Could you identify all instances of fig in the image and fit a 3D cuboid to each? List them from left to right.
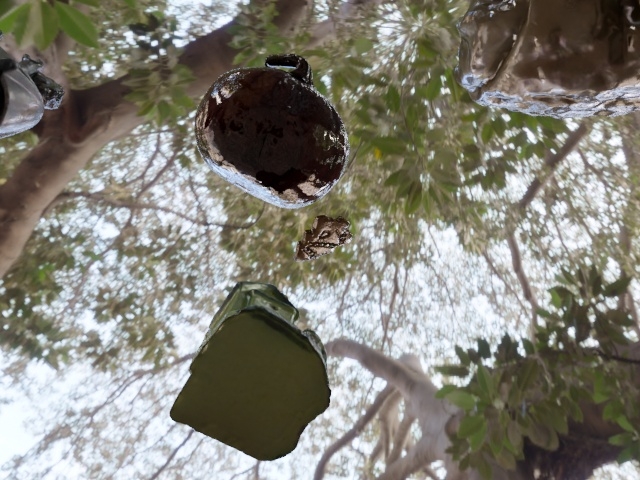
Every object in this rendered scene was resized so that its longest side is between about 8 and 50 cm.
[{"bbox_3d":[-0.070,-0.159,1.066,0.214,0.235,0.235,-38,-82,4],"label":"fig"}]

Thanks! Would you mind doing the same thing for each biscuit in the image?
[{"bbox_3d":[0.000,0.000,0.970,0.092,0.082,0.016,-38,-126,12],"label":"biscuit"}]

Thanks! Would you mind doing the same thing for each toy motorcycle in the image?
[{"bbox_3d":[-0.367,-0.171,0.670,0.270,0.159,0.106,19,-68,-37],"label":"toy motorcycle"}]

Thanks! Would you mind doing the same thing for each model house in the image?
[{"bbox_3d":[-0.088,0.167,1.051,0.195,0.189,0.214,25,-72,-13],"label":"model house"}]

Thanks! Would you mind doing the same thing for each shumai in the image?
[{"bbox_3d":[0.165,-0.173,0.387,0.218,0.184,0.185,9,-32,43],"label":"shumai"}]
